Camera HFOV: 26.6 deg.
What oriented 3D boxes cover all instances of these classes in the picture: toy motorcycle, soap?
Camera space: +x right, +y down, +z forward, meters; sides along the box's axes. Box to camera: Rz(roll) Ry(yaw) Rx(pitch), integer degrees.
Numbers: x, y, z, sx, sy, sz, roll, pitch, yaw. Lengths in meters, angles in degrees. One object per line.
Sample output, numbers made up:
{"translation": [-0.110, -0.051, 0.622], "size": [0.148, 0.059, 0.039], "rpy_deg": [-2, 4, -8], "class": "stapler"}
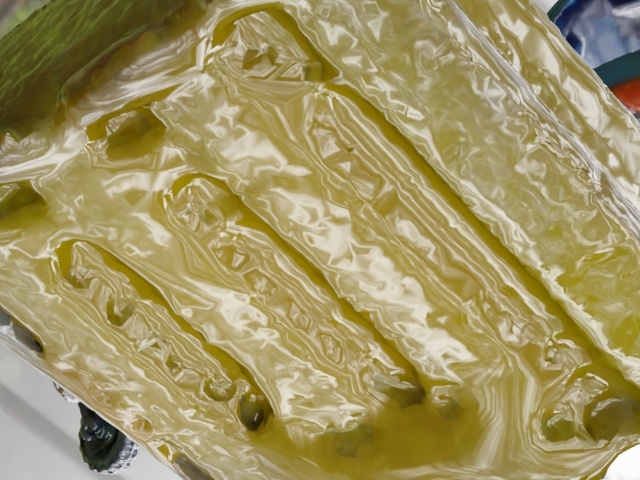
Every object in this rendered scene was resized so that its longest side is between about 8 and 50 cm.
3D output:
{"translation": [-0.138, 0.069, 1.028], "size": [0.122, 0.082, 0.213], "rpy_deg": [42, -71, 34], "class": "toy motorcycle"}
{"translation": [0.000, 0.000, 0.559], "size": [0.259, 0.281, 0.143], "rpy_deg": [-28, -145, 29], "class": "soap"}

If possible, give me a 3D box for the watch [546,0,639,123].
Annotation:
{"translation": [0.343, -0.157, 1.191], "size": [0.305, 0.241, 0.274], "rpy_deg": [-22, -141, 17], "class": "watch"}
